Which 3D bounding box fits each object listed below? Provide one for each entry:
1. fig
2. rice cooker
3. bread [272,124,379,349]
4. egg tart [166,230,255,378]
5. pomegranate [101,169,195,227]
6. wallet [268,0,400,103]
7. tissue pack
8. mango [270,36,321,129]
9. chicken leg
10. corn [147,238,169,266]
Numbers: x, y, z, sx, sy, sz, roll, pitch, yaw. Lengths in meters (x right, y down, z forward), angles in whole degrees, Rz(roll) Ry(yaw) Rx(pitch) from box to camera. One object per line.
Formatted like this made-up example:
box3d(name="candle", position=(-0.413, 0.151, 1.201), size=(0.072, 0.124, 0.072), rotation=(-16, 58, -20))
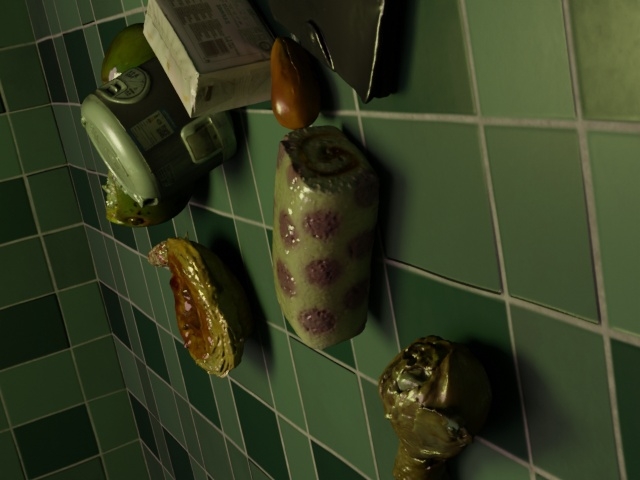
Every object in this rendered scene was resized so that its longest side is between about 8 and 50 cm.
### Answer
box3d(name="fig", position=(-0.429, -0.412, 2.141), size=(0.181, 0.191, 0.181), rotation=(35, 149, 24))
box3d(name="rice cooker", position=(-0.332, -0.241, 1.925), size=(0.288, 0.277, 0.288), rotation=(50, 164, 21))
box3d(name="bread", position=(0.000, 0.000, 1.521), size=(0.187, 0.155, 0.338), rotation=(-127, 30, -46))
box3d(name="egg tart", position=(-0.269, 0.138, 2.197), size=(0.351, 0.153, 0.339), rotation=(7, 112, 64))
box3d(name="pomegranate", position=(-0.404, -0.199, 2.218), size=(0.309, 0.216, 0.358), rotation=(114, 164, -65))
box3d(name="wallet", position=(0.006, -0.366, 1.391), size=(0.377, 0.051, 0.197), rotation=(51, 147, 43))
box3d(name="tissue pack", position=(-0.192, -0.354, 1.657), size=(0.225, 0.185, 0.124), rotation=(59, 150, 26))
box3d(name="mango", position=(-0.042, -0.261, 1.533), size=(0.105, 0.084, 0.159), rotation=(105, 163, -76))
box3d(name="chicken leg", position=(0.167, 0.293, 1.388), size=(0.201, 0.153, 0.429), rotation=(46, 153, 32))
box3d(name="corn", position=(-0.456, 0.042, 2.625), size=(0.237, 0.080, 0.079), rotation=(-14, 93, 66))
